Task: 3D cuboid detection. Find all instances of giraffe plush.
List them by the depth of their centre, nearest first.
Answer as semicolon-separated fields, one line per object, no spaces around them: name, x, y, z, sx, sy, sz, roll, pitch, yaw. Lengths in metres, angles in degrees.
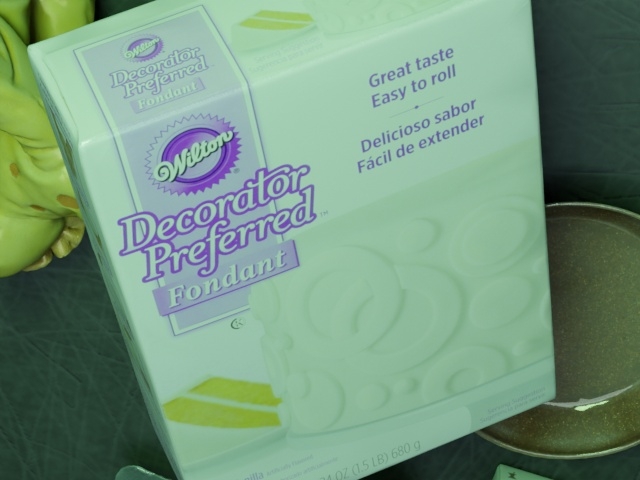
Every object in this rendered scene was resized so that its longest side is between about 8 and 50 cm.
giraffe plush;-0.185;-0.052;1.049;0.170;0.181;0.210;-35;93;33

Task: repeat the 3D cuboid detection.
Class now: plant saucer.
plant saucer;0.165;0.055;1.141;0.198;0.036;0.198;2;118;3

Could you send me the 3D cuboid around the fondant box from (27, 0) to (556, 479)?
fondant box;0.000;0.000;0.955;0.238;0.096;0.330;-21;135;-10

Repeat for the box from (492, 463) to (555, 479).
box;0.158;0.229;1.196;0.101;0.102;0.087;17;116;-3

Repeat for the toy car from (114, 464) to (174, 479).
toy car;-0.053;0.204;1.191;0.188;0.149;0.155;41;125;-4
